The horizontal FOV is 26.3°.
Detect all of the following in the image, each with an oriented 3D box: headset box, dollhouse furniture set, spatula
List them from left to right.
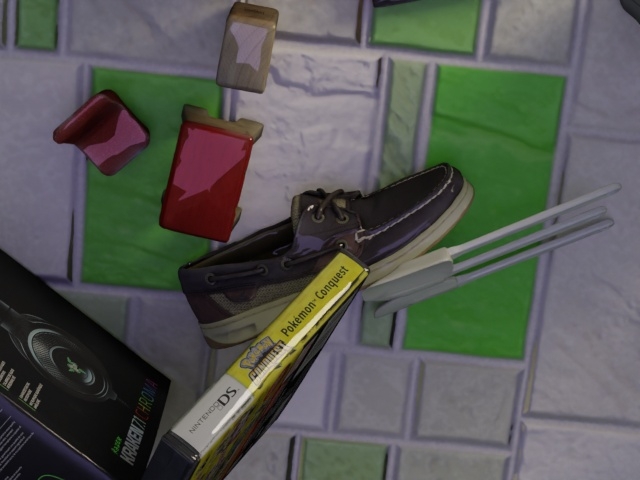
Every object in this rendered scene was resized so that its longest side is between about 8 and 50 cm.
[{"bbox_3d":[-0.292,0.127,1.203,0.283,0.246,0.131,39,103,-10],"label":"headset box"},{"bbox_3d":[-0.127,-0.190,1.154,0.201,0.152,0.374,14,106,-4],"label":"dollhouse furniture set"},{"bbox_3d":[0.154,0.014,1.221,0.242,0.168,0.019,-21,73,2],"label":"spatula"}]

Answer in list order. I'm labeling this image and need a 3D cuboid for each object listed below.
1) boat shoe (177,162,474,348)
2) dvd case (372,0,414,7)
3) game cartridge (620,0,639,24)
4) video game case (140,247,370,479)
[{"bbox_3d":[0.000,0.000,1.241,0.285,0.103,0.092,-28,110,14],"label":"boat shoe"},{"bbox_3d":[0.109,-0.324,1.184,0.165,0.018,0.221,-10,106,2],"label":"dvd case"},{"bbox_3d":[0.411,-0.175,1.138,0.294,0.196,0.060,7,106,-2],"label":"game cartridge"},{"bbox_3d":[-0.079,0.158,1.157,0.035,0.248,0.275,38,140,7],"label":"video game case"}]
